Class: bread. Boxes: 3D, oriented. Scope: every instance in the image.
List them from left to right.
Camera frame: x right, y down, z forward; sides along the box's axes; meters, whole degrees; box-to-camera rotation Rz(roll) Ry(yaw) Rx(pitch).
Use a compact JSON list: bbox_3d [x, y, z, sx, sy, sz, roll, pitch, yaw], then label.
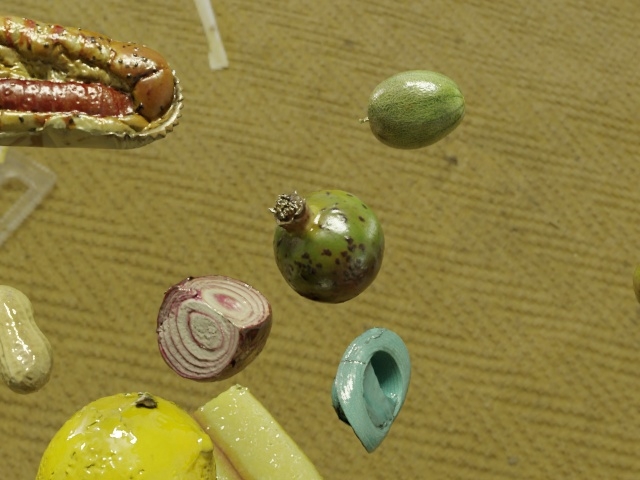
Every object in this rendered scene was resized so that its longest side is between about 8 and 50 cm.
[{"bbox_3d":[-0.101,0.383,1.389,0.233,0.361,0.245,-33,99,-17],"label":"bread"}]

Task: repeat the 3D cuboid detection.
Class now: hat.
[{"bbox_3d":[0.061,0.213,1.365,0.077,0.138,0.191,-7,31,34],"label":"hat"}]

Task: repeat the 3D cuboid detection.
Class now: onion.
[{"bbox_3d":[-0.218,0.196,2.025,0.216,0.206,0.207,37,25,22],"label":"onion"}]

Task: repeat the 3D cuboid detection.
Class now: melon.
[{"bbox_3d":[0.159,-0.229,1.684,0.192,0.139,0.139,-10,55,19],"label":"melon"}]

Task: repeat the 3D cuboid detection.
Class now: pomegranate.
[{"bbox_3d":[0.003,0.006,0.999,0.130,0.130,0.130,5,58,-8],"label":"pomegranate"}]

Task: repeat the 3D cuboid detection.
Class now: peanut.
[{"bbox_3d":[-0.507,0.162,1.601,0.098,0.090,0.214,7,45,-52],"label":"peanut"}]

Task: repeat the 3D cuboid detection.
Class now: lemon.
[{"bbox_3d":[-0.192,0.243,0.933,0.173,0.206,0.173,28,28,-16],"label":"lemon"}]

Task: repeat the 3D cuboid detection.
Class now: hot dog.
[{"bbox_3d":[-0.249,-0.137,0.858,0.252,0.069,0.131,5,70,-10],"label":"hot dog"}]

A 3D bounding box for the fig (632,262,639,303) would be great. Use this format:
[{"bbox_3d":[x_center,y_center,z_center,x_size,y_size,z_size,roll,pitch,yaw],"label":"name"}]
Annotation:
[{"bbox_3d":[0.569,0.071,1.515,0.135,0.153,0.121,-4,65,31],"label":"fig"}]
